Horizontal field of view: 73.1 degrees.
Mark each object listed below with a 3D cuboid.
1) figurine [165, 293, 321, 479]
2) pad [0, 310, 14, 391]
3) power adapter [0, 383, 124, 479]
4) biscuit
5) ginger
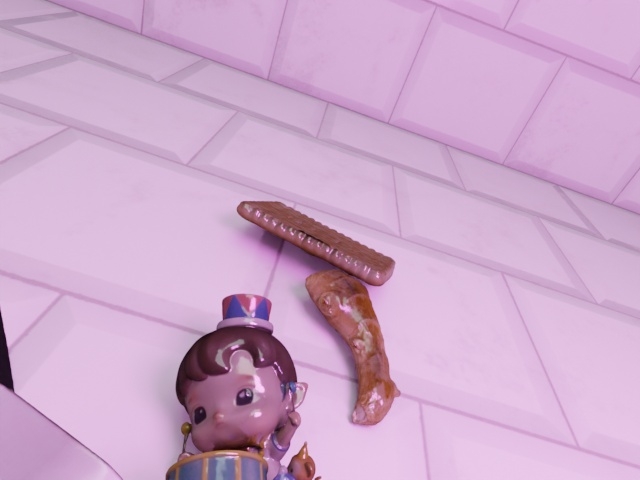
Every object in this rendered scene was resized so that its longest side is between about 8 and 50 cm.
[{"bbox_3d":[-0.095,0.188,0.492,0.161,0.158,0.276,-23,40,5],"label":"figurine"},{"bbox_3d":[-0.443,0.154,0.481,0.159,0.009,0.265,-5,41,-40],"label":"pad"},{"bbox_3d":[-0.297,0.253,0.306,0.187,0.124,0.255,29,33,12],"label":"power adapter"},{"bbox_3d":[0.000,0.000,0.892,0.324,0.044,0.217,27,10,11],"label":"biscuit"},{"bbox_3d":[0.051,0.154,0.708,0.131,0.086,0.295,28,29,-33],"label":"ginger"}]
